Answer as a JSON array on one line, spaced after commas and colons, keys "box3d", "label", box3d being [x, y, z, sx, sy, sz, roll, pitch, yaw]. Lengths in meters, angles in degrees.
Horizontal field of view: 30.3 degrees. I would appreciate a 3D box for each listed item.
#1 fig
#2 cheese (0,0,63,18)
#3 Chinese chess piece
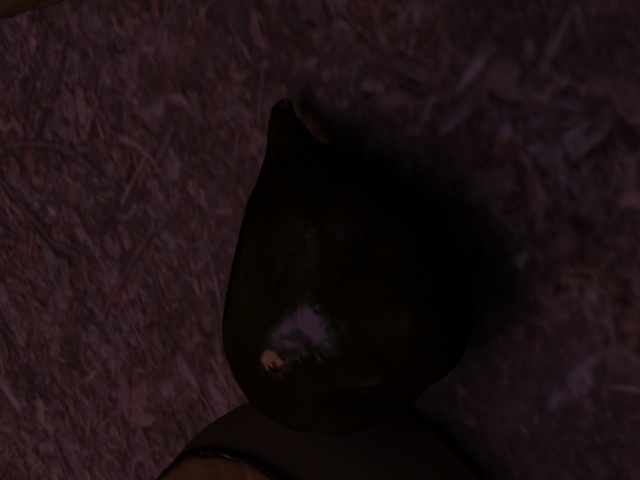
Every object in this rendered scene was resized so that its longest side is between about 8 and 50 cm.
[{"box3d": [0.018, 0.004, 0.593, 0.126, 0.185, 0.133, 8, 148, 8], "label": "fig"}, {"box3d": [-0.207, -0.267, 0.704, 0.233, 0.127, 0.266, 6, 108, 51], "label": "cheese"}, {"box3d": [0.008, 0.211, 0.677, 0.257, 0.104, 0.257, 22, 121, 43], "label": "Chinese chess piece"}]
